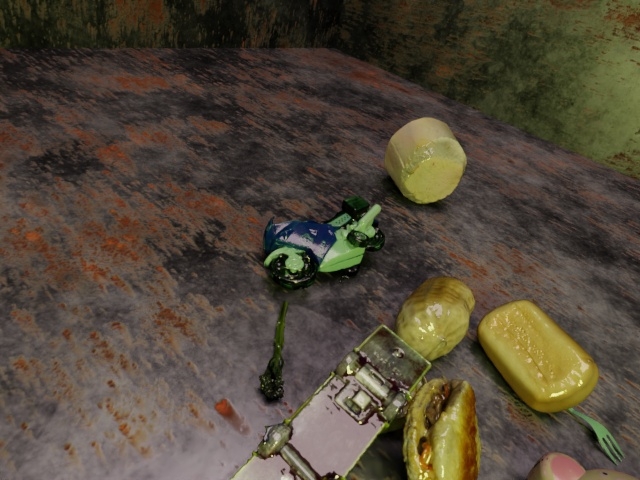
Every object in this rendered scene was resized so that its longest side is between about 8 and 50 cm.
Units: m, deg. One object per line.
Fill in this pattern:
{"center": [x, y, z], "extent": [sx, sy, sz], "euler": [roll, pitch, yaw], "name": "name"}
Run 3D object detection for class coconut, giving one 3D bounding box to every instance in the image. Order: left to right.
{"center": [0.326, -0.261, 1.340], "extent": [0.239, 0.239, 0.244], "euler": [4, 42, -16], "name": "coconut"}

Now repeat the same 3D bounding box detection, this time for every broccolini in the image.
{"center": [-0.070, 0.186, 0.744], "extent": [0.042, 0.044, 0.218], "euler": [0, 30, 5], "name": "broccolini"}

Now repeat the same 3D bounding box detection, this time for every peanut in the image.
{"center": [0.231, 0.145, 0.828], "extent": [0.129, 0.129, 0.224], "euler": [29, 40, 19], "name": "peanut"}

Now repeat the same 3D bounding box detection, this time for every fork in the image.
{"center": [0.461, 0.304, 0.789], "extent": [0.039, 0.021, 0.235], "euler": [-7, 41, -34], "name": "fork"}

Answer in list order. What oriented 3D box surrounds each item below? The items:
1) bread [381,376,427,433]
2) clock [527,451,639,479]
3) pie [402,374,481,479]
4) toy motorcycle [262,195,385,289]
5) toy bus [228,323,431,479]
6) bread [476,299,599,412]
{"center": [0.099, 0.249, 0.686], "extent": [0.157, 0.064, 0.117], "euler": [-4, 44, -16], "name": "bread"}
{"center": [0.394, 0.431, 0.498], "extent": [0.284, 0.114, 0.309], "euler": [13, 35, 8], "name": "clock"}
{"center": [0.168, 0.287, 0.562], "extent": [0.084, 0.178, 0.205], "euler": [-3, 20, 29], "name": "pie"}
{"center": [0.000, 0.000, 0.953], "extent": [0.331, 0.125, 0.196], "euler": [-24, 51, -37], "name": "toy motorcycle"}
{"center": [0.018, 0.250, 0.546], "extent": [0.113, 0.139, 0.302], "euler": [39, 51, 21], "name": "toy bus"}
{"center": [0.408, 0.221, 0.804], "extent": [0.147, 0.098, 0.217], "euler": [-27, 41, 3], "name": "bread"}
